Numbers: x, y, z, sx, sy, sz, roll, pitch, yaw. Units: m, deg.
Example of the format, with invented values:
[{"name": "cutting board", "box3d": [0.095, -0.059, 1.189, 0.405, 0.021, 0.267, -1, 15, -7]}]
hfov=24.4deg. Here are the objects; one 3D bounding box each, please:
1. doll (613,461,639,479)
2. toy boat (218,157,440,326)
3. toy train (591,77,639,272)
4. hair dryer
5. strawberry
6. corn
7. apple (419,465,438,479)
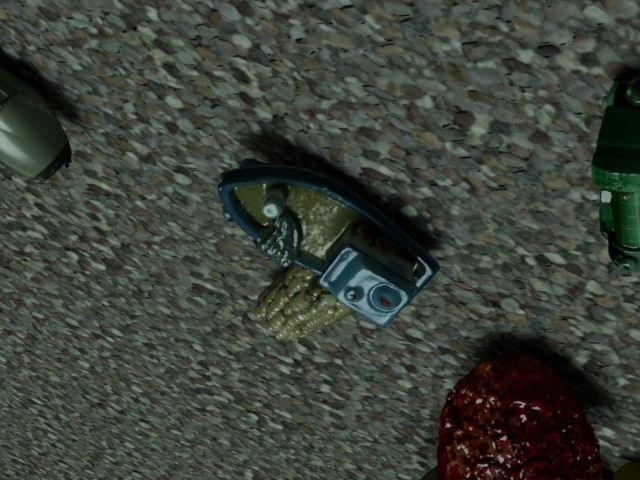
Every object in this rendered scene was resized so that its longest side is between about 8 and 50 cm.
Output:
[{"name": "doll", "box3d": [0.394, 0.318, 1.742, 0.127, 0.084, 0.073, 65, 171, -23]}, {"name": "toy boat", "box3d": [0.000, 0.000, 1.438, 0.238, 0.098, 0.109, 32, 122, -15]}, {"name": "toy train", "box3d": [0.250, -0.049, 1.159, 0.071, 0.105, 0.178, 10, 151, 19]}, {"name": "hair dryer", "box3d": [-0.377, -0.162, 1.533, 0.225, 0.088, 0.219, 18, 150, 47]}, {"name": "strawberry", "box3d": [0.213, 0.209, 1.610, 0.184, 0.187, 0.201, -5, 117, -7]}, {"name": "corn", "box3d": [-0.014, 0.063, 1.604, 0.087, 0.087, 0.211, 30, 152, -11]}, {"name": "apple", "box3d": [0.238, 0.441, 1.831, 0.357, 0.357, 0.357, 19, 153, 10]}]
